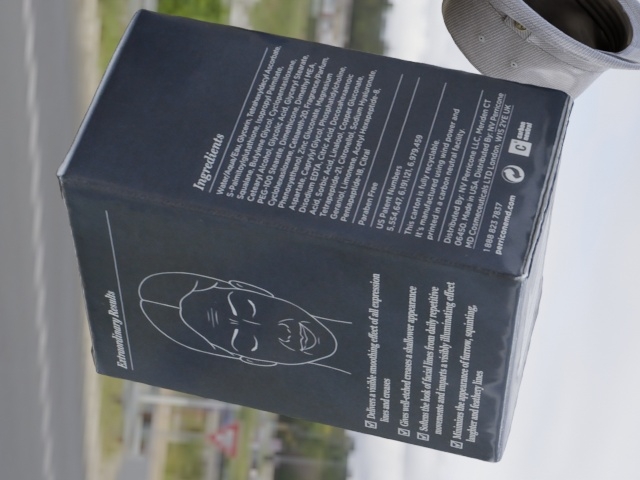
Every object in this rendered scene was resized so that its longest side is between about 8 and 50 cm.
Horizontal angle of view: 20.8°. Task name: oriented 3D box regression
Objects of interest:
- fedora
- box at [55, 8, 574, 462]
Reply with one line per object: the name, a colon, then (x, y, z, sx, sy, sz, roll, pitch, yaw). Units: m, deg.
fedora: (0.247, -0.247, 1.994, 0.124, 0.275, 0.244, -54, -172, 34)
box: (0.000, 0.000, 1.547, 0.293, 0.395, 0.212, 90, 15, -53)
